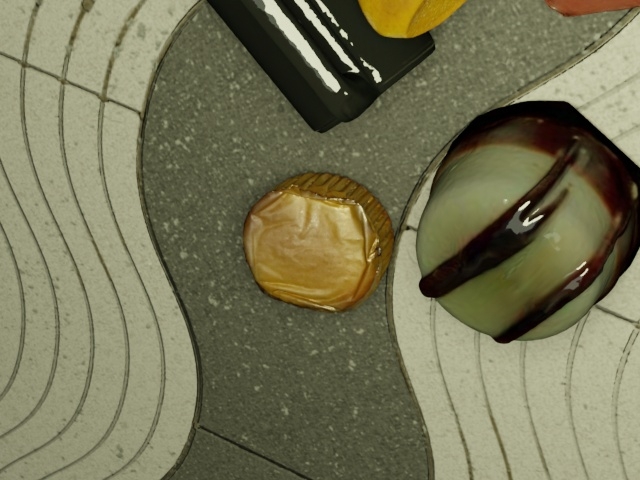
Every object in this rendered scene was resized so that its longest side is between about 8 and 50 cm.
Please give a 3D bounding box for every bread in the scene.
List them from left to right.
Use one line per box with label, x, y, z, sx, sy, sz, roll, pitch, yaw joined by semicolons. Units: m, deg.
bread;0.000;0.001;1.380;0.199;0.104;0.199;7;114;16

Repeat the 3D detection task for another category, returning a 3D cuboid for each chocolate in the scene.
chocolate;0.243;-0.003;1.224;0.283;0.186;0.284;9;118;18

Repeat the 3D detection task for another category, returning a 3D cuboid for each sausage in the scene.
sausage;0.312;-0.286;1.119;0.141;0.076;0.076;-7;112;24

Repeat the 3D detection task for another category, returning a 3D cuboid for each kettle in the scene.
kettle;-0.018;-0.292;1.143;0.203;0.262;0.308;-38;98;-8

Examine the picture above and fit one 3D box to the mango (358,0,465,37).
mango;0.138;-0.371;1.045;0.199;0.201;0.350;39;105;45
